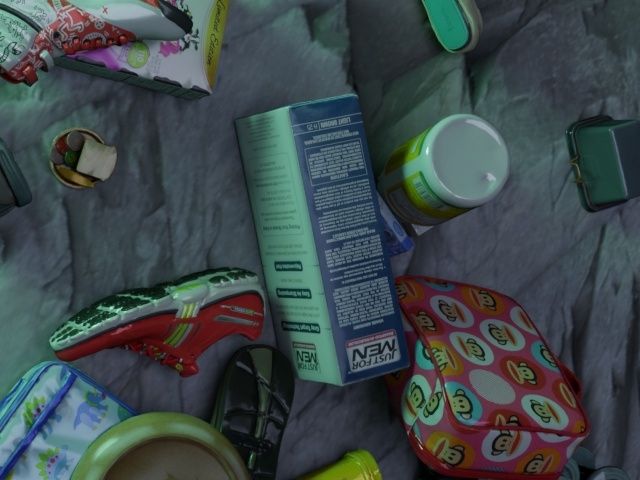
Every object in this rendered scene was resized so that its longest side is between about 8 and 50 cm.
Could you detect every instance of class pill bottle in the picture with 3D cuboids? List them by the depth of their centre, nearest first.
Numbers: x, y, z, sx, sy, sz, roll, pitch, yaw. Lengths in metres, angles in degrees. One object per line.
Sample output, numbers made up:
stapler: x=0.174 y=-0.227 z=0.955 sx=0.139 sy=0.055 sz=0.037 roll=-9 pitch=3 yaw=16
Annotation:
pill bottle: x=0.148 y=-0.082 z=1.862 sx=0.118 sy=0.208 sz=0.117 roll=4 pitch=79 yaw=-18

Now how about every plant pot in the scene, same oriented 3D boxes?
plant pot: x=-0.185 y=0.323 z=1.736 sx=0.236 sy=0.032 sz=0.236 roll=1 pitch=87 yaw=-23

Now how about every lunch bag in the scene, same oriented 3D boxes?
lunch bag: x=-0.327 y=0.262 z=1.744 sx=0.176 sy=0.090 sz=0.219 roll=41 pitch=73 yaw=-15
lunch bag: x=0.215 y=0.176 z=1.882 sx=0.258 sy=0.293 sz=0.120 roll=8 pitch=126 yaw=-24

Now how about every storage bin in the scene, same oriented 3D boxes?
storage bin: x=0.413 y=-0.111 z=2.072 sx=0.098 sy=0.091 sz=0.135 roll=-16 pitch=94 yaw=-23

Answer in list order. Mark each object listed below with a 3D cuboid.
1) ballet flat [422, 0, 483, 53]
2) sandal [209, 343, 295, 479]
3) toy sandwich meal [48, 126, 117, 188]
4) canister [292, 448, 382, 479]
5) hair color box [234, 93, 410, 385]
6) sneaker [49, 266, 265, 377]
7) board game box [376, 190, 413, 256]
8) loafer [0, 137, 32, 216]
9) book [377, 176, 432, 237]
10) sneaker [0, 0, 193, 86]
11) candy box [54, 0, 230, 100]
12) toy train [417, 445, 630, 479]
ballet flat: x=0.158 y=-0.374 z=1.982 sx=0.086 sy=0.086 sz=0.248 roll=-26 pitch=101 yaw=-22
sandal: x=-0.113 y=0.277 z=1.842 sx=0.120 sy=0.086 sz=0.302 roll=29 pitch=67 yaw=-18
toy sandwich meal: x=-0.292 y=-0.101 z=1.797 sx=0.086 sy=0.029 sz=0.085 roll=1 pitch=89 yaw=-24
canister: x=0.001 y=0.360 z=1.893 sx=0.170 sy=0.073 sz=0.126 roll=-20 pitch=97 yaw=-21
hair color box: x=0.000 y=0.000 z=1.844 sx=0.105 sy=0.174 sz=0.347 roll=-12 pitch=94 yaw=-25
sneaker: x=-0.191 y=0.116 z=1.799 sx=0.279 sy=0.107 sz=0.118 roll=-14 pitch=100 yaw=-23
board game box: x=0.064 y=-0.015 z=1.918 sx=0.090 sy=0.090 sz=0.020 roll=55 pitch=49 yaw=-12
loafer: x=-0.435 y=-0.143 z=1.704 sx=0.084 sy=0.096 sz=0.267 roll=-32 pitch=103 yaw=-15
book: x=0.159 y=-0.081 z=1.993 sx=0.144 sy=0.035 sz=0.096 roll=-32 pitch=97 yaw=-21
sneaker: x=-0.293 y=-0.238 z=1.692 sx=0.270 sy=0.090 sz=0.145 roll=17 pitch=85 yaw=-17
candy box: x=-0.236 y=-0.278 z=1.802 sx=0.233 sy=0.071 sz=0.159 roll=12 pitch=85 yaw=-23
toy train: x=0.276 y=0.363 z=1.987 sx=0.334 sy=0.142 sz=0.190 roll=18 pitch=94 yaw=-24
